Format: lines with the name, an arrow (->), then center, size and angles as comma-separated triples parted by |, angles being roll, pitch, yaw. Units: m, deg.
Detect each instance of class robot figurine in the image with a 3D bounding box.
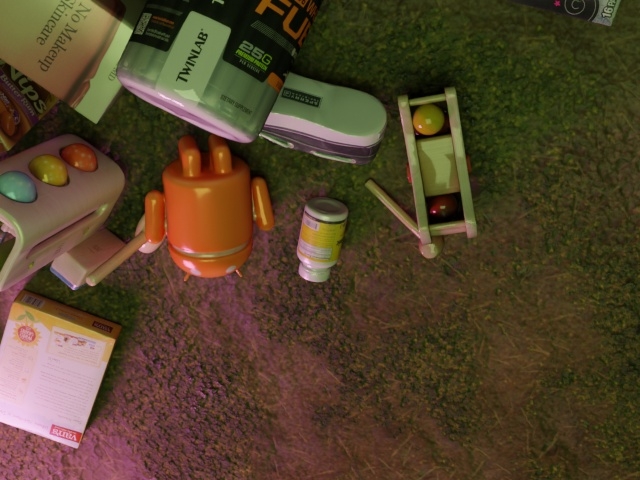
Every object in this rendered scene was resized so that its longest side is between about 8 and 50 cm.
robot figurine -> -0.158, -0.041, 1.442 | 0.128, 0.158, 0.219 | 19, 122, 34

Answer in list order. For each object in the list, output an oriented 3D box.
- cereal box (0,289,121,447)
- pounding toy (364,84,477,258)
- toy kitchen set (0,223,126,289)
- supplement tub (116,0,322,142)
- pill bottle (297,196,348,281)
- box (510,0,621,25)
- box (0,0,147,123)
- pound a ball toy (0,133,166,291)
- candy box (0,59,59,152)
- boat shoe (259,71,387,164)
cereal box -> -0.440, 0.213, 1.637 | 0.173, 0.047, 0.240 | 22, 117, -6
pounding toy -> 0.132, -0.076, 1.385 | 0.154, 0.154, 0.270 | -9, 115, 9
toy kitchen set -> -0.431, 0.024, 1.524 | 0.207, 0.122, 0.166 | 39, 115, 8
supplement tub -> -0.102, -0.295, 1.226 | 0.193, 0.193, 0.316 | 25, 90, -8
pill bottle -> 0.000, 0.000, 1.484 | 0.065, 0.065, 0.116 | 11, 118, -1
box -> 0.309, -0.407, 1.198 | 0.142, 0.163, 0.247 | 12, 117, -3
box -> -0.341, -0.292, 1.330 | 0.232, 0.127, 0.149 | 35, 114, -12
pound a ball toy -> -0.345, -0.042, 1.377 | 0.208, 0.319, 0.136 | 35, 115, 4
candy box -> -0.428, -0.197, 1.351 | 0.053, 0.187, 0.109 | -18, 115, 16
boat shoe -> -0.059, -0.179, 1.384 | 0.301, 0.108, 0.102 | 16, 147, 2
